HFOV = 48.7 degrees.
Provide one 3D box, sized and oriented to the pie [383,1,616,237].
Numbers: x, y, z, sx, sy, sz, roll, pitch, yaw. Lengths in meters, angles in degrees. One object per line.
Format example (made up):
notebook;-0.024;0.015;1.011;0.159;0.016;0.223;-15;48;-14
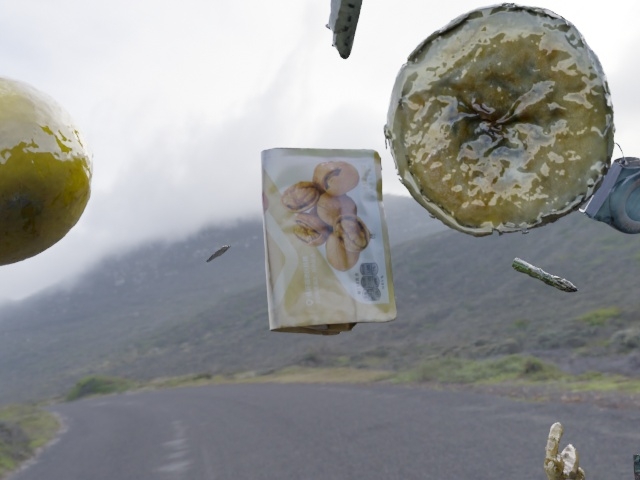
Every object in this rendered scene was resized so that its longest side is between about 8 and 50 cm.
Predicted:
pie;0.208;-0.138;0.820;0.274;0.274;0.055;-12;-1;10

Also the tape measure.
tape measure;0.375;-0.072;0.945;0.107;0.104;0.180;16;6;-22

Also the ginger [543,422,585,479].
ginger;0.565;0.518;1.663;0.052;0.193;0.176;-11;13;40

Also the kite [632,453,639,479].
kite;0.544;0.351;1.103;0.139;0.011;0.156;17;-48;-12

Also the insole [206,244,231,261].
insole;-0.197;0.025;1.380;0.045;0.002;0.135;-44;0;6

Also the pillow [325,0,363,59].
pillow;0.056;-0.561;1.697;0.093;0.241;0.051;26;32;27

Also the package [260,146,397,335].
package;-0.004;0.008;1.254;0.221;0.311;0.165;-3;-14;-16

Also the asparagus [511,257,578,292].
asparagus;0.543;0.088;1.715;0.165;0.030;0.036;25;5;13

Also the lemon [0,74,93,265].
lemon;-0.485;-0.099;1.028;0.297;0.297;0.297;-11;-9;-2
